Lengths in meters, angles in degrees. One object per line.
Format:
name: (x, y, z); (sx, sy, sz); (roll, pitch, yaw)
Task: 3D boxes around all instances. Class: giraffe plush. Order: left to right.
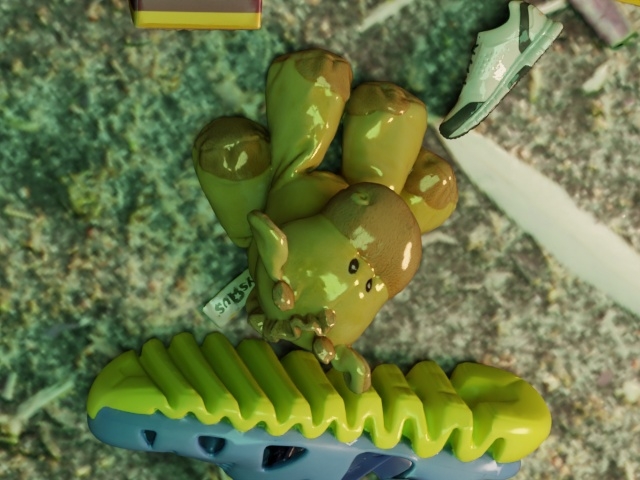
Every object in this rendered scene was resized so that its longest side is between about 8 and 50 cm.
giraffe plush: (0.000, 0.000, 1.224); (0.181, 0.170, 0.210); (27, 102, -15)

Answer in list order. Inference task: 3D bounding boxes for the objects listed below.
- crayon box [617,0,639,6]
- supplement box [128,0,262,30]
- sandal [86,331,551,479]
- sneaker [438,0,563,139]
crayon box: (0.197, -0.260, 1.217); (0.323, 0.083, 0.203); (11, 105, -12)
supplement box: (-0.077, -0.232, 1.176); (0.080, 0.104, 0.188); (0, 107, -9)
sandal: (-0.005, 0.149, 1.300); (0.317, 0.126, 0.138); (10, 110, -10)
sneaker: (0.113, -0.115, 1.279); (0.044, 0.040, 0.109); (40, 95, -1)
